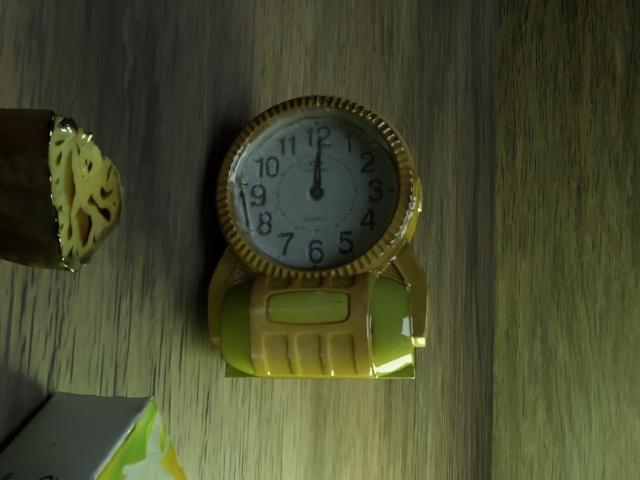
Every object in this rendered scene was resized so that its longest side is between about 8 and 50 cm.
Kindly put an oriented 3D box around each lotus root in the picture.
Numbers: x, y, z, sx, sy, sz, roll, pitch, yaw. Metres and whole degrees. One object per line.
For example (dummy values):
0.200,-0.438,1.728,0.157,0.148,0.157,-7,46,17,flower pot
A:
-0.213,-0.031,0.497,0.159,0.135,0.095,55,42,-68,lotus root

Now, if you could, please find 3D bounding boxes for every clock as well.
0.000,0.000,0.811,0.200,0.244,0.317,60,29,-78,clock

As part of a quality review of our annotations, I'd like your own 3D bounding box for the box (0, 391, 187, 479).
-0.196,0.269,0.516,0.260,0.111,0.195,-63,144,-56,box
